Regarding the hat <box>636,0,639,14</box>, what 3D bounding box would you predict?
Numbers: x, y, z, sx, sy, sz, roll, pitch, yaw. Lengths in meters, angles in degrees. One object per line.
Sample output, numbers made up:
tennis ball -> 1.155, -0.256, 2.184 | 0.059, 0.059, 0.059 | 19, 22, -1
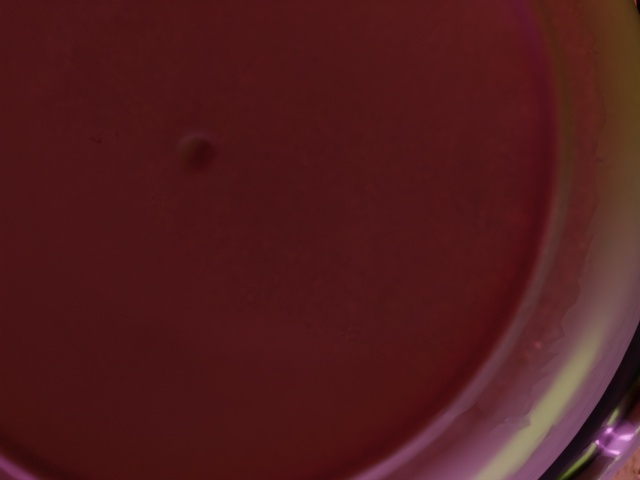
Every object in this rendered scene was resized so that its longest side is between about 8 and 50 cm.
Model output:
hat -> 0.241, -0.167, 0.908 | 0.381, 0.257, 0.366 | -118, -130, -72

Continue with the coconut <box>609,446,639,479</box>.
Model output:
coconut -> 0.080, 0.154, 1.013 | 0.259, 0.259, 0.259 | -41, 162, -17

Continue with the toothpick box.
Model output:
toothpick box -> 0.000, 0.000, 0.576 | 0.229, 0.229, 0.316 | -48, 164, 4
